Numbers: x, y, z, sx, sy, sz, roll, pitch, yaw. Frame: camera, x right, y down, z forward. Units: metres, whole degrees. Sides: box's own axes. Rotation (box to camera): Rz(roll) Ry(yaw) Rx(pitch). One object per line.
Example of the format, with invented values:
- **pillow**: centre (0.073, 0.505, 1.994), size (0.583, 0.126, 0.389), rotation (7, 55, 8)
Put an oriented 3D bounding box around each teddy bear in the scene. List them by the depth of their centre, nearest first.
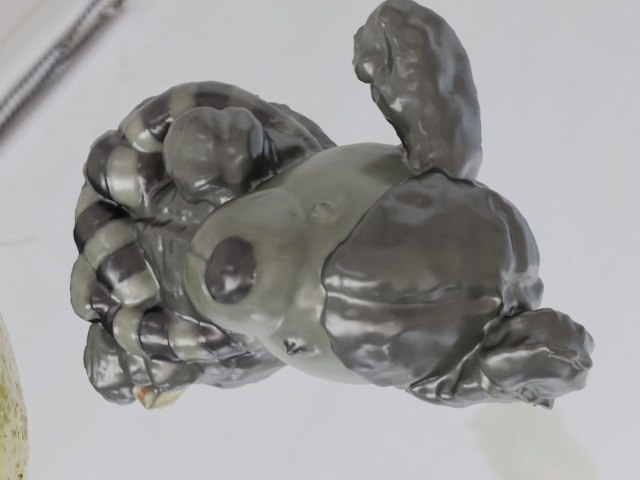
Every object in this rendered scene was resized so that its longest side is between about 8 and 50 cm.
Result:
- **teddy bear**: centre (-0.009, -0.012, 0.735), size (0.144, 0.251, 0.171), rotation (1, -94, -39)

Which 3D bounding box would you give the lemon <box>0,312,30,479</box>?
- **lemon**: centre (-0.326, 0.140, 0.960), size (0.364, 0.364, 0.364), rotation (-1, -89, -46)
